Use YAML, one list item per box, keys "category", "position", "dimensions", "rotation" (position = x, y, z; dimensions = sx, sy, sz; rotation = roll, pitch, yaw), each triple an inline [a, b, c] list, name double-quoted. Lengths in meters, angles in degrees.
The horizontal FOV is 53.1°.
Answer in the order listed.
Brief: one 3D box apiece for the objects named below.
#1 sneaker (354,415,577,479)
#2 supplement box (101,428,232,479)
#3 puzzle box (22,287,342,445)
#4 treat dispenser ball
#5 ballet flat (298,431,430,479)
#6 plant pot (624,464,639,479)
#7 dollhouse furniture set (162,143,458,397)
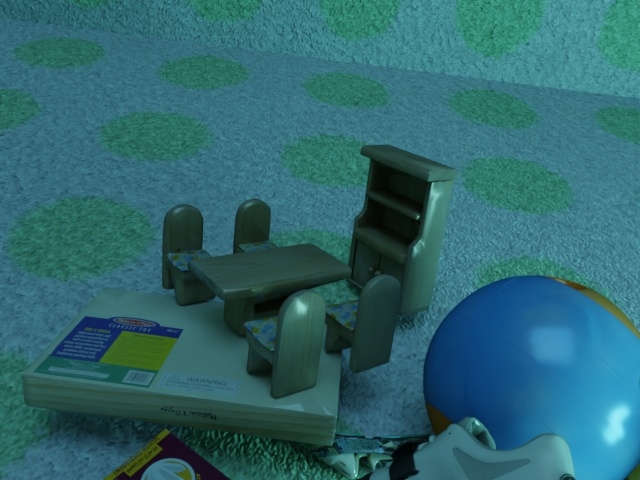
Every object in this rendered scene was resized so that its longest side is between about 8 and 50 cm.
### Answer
- category: "sneaker"
  position: [0.135, 0.273, 0.710]
  dimensions: [0.331, 0.122, 0.146]
  rotation: [-18, 41, 44]
- category: "supplement box"
  position: [-0.155, 0.325, 0.754]
  dimensions: [0.188, 0.080, 0.104]
  rotation: [27, 40, 26]
- category: "puzzle box"
  position: [-0.173, 0.170, 0.938]
  dimensions: [0.409, 0.052, 0.272]
  rotation: [7, 21, 2]
- category: "treat dispenser ball"
  position: [0.279, 0.188, 0.831]
  dimensions: [0.289, 0.288, 0.288]
  rotation: [4, 36, -3]
- category: "ballet flat"
  position: [0.062, 0.290, 0.858]
  dimensions: [0.189, 0.070, 0.070]
  rotation: [1, 36, 0]
- category: "plant pot"
  position: [0.504, 0.304, 0.749]
  dimensions: [0.254, 0.238, 0.254]
  rotation: [5, 36, -3]
- category: "dollhouse furniture set"
  position: [0.000, 0.000, 1.005]
  dimensions: [0.394, 0.256, 0.362]
  rotation: [-8, 25, -35]
